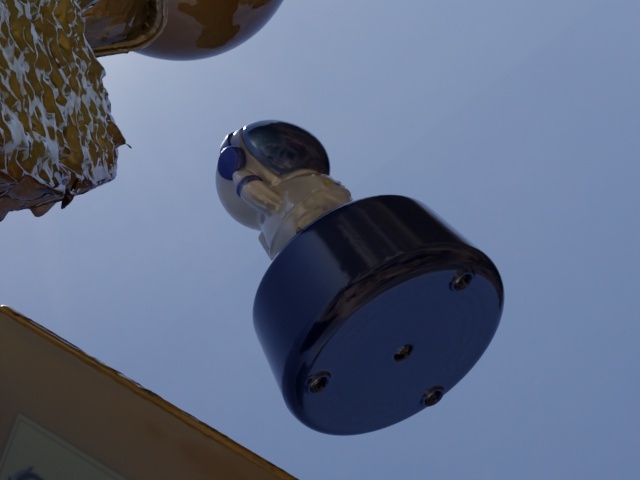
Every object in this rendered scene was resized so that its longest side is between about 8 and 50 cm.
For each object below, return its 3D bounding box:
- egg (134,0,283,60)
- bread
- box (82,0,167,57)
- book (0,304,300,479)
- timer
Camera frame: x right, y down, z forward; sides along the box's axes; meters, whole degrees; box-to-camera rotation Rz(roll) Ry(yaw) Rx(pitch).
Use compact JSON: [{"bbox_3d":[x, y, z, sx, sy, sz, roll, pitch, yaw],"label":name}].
[{"bbox_3d":[-0.187,-0.385,1.738,0.301,0.301,0.374,-38,-77,-42],"label":"egg"},{"bbox_3d":[-0.150,-0.074,0.517,0.140,0.229,0.143,-3,-90,5],"label":"bread"},{"bbox_3d":[-0.219,-0.204,1.278,0.177,0.111,0.111,-9,-109,-12],"label":"box"},{"bbox_3d":[-0.185,0.256,1.337,0.389,0.269,0.032,28,-168,25],"label":"book"},{"bbox_3d":[0.000,0.000,1.730,0.270,0.270,0.383,-3,-138,-37],"label":"timer"}]
